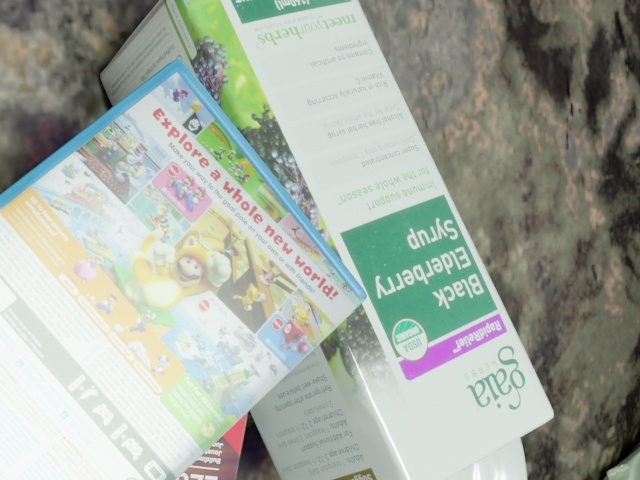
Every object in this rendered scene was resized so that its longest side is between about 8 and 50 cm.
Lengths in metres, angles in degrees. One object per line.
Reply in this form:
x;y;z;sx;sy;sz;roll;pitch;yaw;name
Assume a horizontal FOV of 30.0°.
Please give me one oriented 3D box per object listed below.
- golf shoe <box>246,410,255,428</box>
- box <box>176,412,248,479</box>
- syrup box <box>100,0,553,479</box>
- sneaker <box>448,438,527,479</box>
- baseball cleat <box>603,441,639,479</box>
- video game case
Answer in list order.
-0.077;0.070;0.563;0.176;0.069;0.086;-31;93;-41;golf shoe
-0.176;0.093;0.428;0.293;0.057;0.200;12;84;-24;box
0.000;0.000;0.543;0.093;0.096;0.236;-20;82;-37;syrup box
0.016;0.224;0.622;0.152;0.114;0.305;11;80;-26;sneaker
0.254;0.160;0.823;0.206;0.072;0.109;-55;129;-20;baseball cleat
-0.076;0.029;0.434;0.166;0.015;0.119;-42;100;-21;video game case
